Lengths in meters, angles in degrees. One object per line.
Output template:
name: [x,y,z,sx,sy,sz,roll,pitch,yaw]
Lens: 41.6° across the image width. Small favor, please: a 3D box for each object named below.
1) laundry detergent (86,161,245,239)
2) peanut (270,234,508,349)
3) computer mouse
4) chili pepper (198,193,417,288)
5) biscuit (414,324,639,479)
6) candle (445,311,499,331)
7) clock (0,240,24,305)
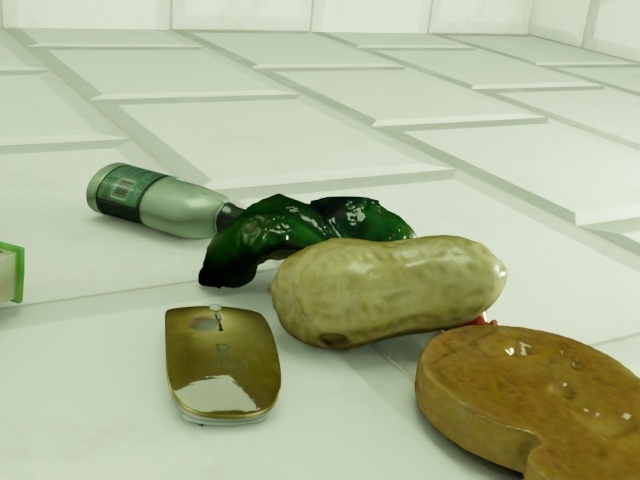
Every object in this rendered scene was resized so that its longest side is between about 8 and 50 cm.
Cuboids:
laundry detergent: [-0.186,-0.046,1.093,0.226,0.070,0.099,14,17,22]
peanut: [0.069,0.048,0.838,0.237,0.120,0.110,-6,50,2]
computer mouse: [-0.095,0.102,0.787,0.102,0.044,0.199,4,23,-12]
chili pepper: [0.002,-0.007,0.969,0.265,0.116,0.148,1,-13,-27]
biscuit: [0.236,0.165,0.708,0.355,0.052,0.275,23,25,40]
candle: [0.135,0.072,0.913,0.131,0.051,0.052,22,27,31]
clock: [-0.433,0.046,0.776,0.220,0.106,0.255,14,19,15]
